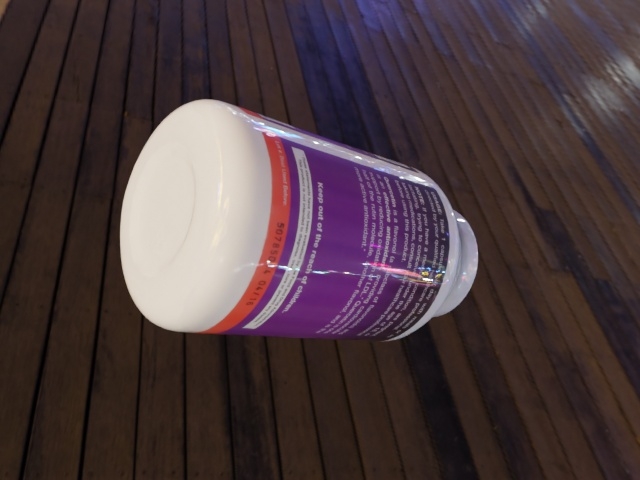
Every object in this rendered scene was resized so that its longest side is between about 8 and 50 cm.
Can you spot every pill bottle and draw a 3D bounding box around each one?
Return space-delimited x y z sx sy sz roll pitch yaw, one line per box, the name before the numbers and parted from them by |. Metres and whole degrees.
pill bottle | 0.000 0.000 0.560 0.323 0.181 0.181 12 44 -41
